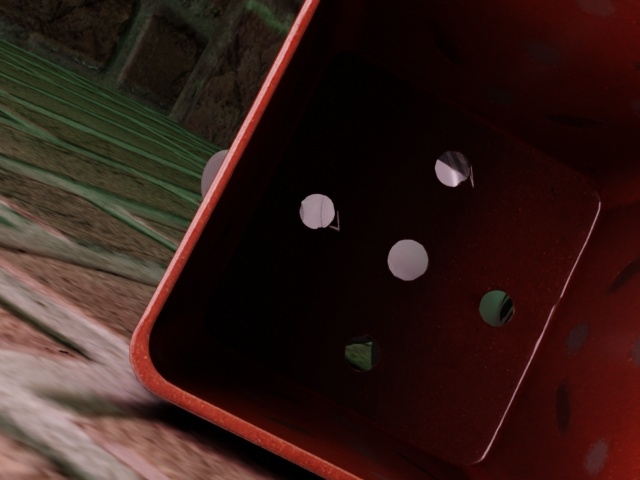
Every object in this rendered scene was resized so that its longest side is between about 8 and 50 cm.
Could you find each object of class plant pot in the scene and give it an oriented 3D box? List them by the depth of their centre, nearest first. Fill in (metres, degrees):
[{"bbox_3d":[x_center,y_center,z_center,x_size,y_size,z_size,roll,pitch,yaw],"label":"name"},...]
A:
[{"bbox_3d":[0.072,0.003,0.809,0.267,0.267,0.236,28,-9,-9],"label":"plant pot"}]

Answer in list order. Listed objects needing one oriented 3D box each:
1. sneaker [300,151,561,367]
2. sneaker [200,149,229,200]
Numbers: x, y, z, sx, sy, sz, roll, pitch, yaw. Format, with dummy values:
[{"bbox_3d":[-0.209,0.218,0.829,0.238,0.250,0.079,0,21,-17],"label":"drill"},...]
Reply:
[{"bbox_3d":[0.092,0.059,1.072,0.137,0.210,0.366,25,39,-43],"label":"sneaker"},{"bbox_3d":[0.000,0.000,1.481,0.217,0.079,0.121,41,22,29],"label":"sneaker"}]
